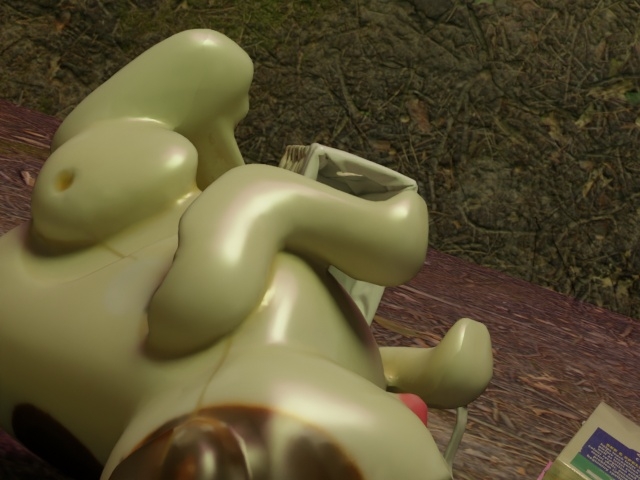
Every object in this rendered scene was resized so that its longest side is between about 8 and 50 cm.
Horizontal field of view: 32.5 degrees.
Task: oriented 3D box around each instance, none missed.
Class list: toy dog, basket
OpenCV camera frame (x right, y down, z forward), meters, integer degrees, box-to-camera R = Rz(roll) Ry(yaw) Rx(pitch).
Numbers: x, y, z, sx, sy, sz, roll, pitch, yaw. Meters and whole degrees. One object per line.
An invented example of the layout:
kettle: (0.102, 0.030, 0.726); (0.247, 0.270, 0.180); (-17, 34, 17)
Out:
toy dog: (-0.080, 0.097, 0.702); (0.395, 0.285, 0.408); (-24, 39, -14)
basket: (0.000, 0.000, 1.029); (0.113, 0.167, 0.103); (19, 2, -24)

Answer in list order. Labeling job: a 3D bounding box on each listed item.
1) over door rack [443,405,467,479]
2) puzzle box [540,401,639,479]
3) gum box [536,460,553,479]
over door rack: (0.021, 0.142, 1.023); (0.239, 0.108, 0.324); (13, 26, -48)
puzzle box: (0.388, 0.304, 0.977); (0.409, 0.052, 0.272); (36, 15, 18)
gum box: (0.244, 0.278, 1.045); (0.107, 0.062, 0.188); (23, 11, 18)
